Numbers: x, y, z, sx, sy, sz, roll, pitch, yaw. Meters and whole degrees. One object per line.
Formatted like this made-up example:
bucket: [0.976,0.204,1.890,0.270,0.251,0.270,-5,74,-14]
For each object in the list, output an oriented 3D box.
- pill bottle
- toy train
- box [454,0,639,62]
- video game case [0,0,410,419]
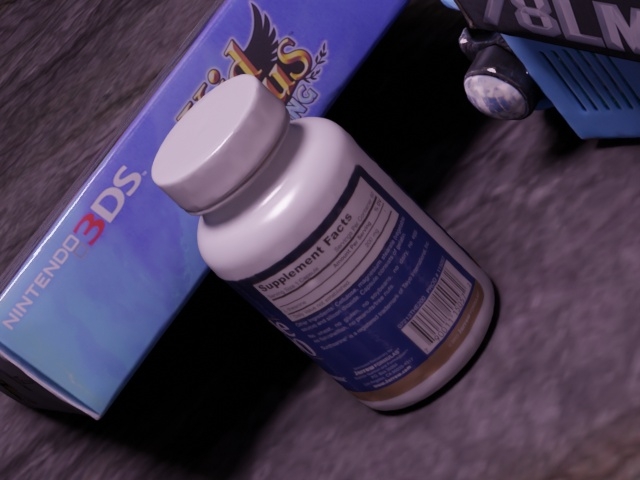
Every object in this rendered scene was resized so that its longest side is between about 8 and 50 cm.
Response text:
pill bottle: [0.000,0.000,0.565,0.067,0.120,0.067,-36,27,22]
toy train: [0.122,-0.118,0.606,0.105,0.080,0.184,5,54,48]
box: [0.210,-0.164,0.462,0.293,0.073,0.295,-49,37,-15]
video game case: [-0.054,-0.046,0.713,0.269,0.061,0.244,-54,8,-13]
